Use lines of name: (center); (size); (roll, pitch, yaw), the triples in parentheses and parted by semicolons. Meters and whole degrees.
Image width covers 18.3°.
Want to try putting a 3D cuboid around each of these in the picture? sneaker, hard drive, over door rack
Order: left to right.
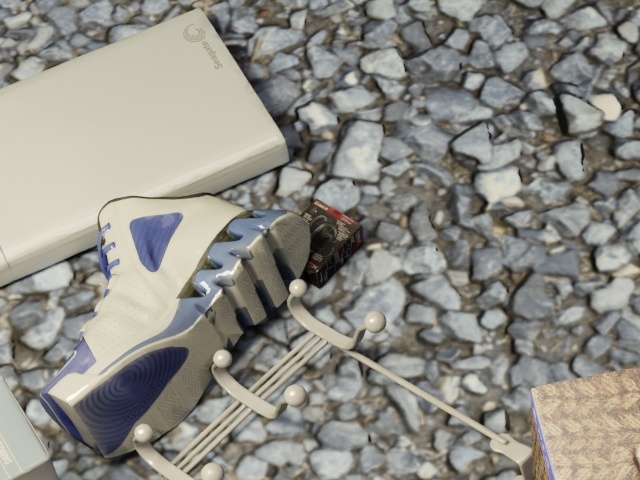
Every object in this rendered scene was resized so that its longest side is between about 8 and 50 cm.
hard drive: (-0.241, -0.104, 2.140); (0.353, 0.047, 0.233); (-24, 54, -12)
sneaker: (-0.173, 0.062, 1.970); (0.182, 0.127, 0.315); (27, 60, 35)
over door rack: (0.013, 0.191, 1.844); (0.324, 0.108, 0.239); (35, 65, 28)

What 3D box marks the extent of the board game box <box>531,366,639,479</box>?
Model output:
board game box: (0.267, 0.279, 1.628); (0.141, 0.291, 0.232); (-11, 52, -1)

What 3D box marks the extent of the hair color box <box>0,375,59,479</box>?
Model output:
hair color box: (-0.410, 0.291, 1.768); (0.374, 0.185, 0.113); (-28, 55, -14)

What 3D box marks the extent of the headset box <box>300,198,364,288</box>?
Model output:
headset box: (0.000, 0.000, 2.039); (0.062, 0.032, 0.083); (30, 61, 26)
